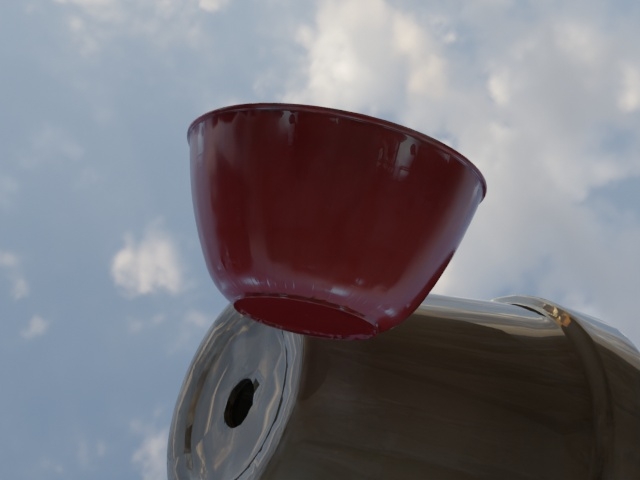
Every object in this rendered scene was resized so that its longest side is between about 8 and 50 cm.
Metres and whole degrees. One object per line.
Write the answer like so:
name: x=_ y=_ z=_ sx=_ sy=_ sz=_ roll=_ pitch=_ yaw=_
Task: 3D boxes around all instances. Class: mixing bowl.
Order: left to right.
mixing bowl: x=0.000 y=0.000 z=0.845 sx=0.181 sy=0.181 sz=0.098 roll=16 pitch=-106 yaw=-16

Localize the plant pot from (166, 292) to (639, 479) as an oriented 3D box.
plant pot: x=0.049 y=0.165 z=1.088 sx=0.280 sy=0.323 sz=0.323 roll=23 pitch=-125 yaw=-27
